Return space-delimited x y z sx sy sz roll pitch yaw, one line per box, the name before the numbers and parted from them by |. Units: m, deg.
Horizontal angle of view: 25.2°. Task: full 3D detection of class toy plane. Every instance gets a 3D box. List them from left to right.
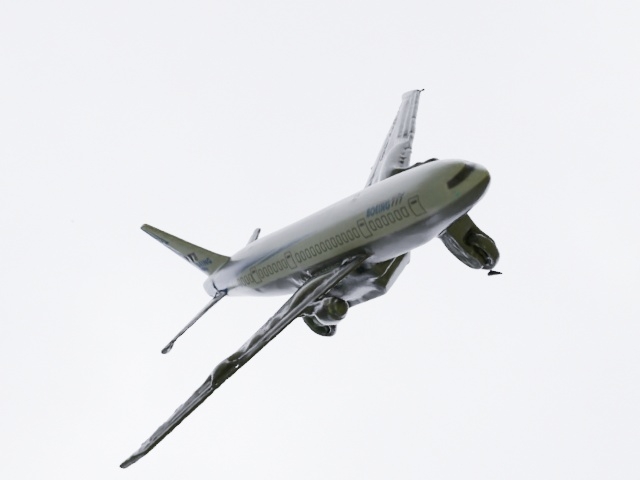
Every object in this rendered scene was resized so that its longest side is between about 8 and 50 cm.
toy plane | 0.001 0.003 0.585 0.058 0.226 0.226 50 -121 -22
